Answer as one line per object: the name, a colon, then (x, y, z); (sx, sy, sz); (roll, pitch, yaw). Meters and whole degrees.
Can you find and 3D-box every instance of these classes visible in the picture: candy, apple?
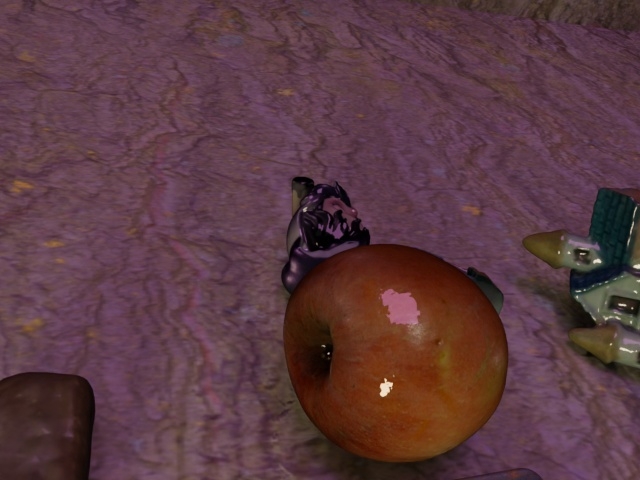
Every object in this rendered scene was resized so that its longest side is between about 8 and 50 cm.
candy: (-0.265, 0.224, 0.588); (0.104, 0.102, 0.233); (1, 40, -16)
apple: (0.085, 0.120, 0.737); (0.254, 0.253, 0.253); (9, 36, -6)

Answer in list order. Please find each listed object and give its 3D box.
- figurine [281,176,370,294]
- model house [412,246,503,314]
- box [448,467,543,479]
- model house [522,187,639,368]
figurine: (0.000, 0.000, 0.959); (0.146, 0.145, 0.222); (5, 27, -11)
model house: (0.163, 0.064, 0.936); (0.149, 0.119, 0.148); (0, 30, -18)
box: (0.130, 0.309, 0.649); (0.285, 0.044, 0.142); (-2, 35, -20)
model house: (0.451, 0.047, 0.935); (0.325, 0.266, 0.194); (13, 21, 21)
